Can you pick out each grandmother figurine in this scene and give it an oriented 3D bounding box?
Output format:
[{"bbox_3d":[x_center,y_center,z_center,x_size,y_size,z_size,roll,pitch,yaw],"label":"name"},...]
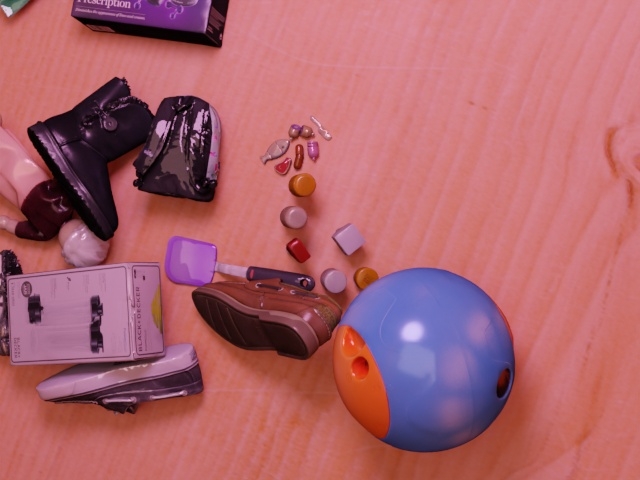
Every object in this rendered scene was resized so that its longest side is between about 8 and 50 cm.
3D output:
[{"bbox_3d":[-0.516,-0.084,1.813,0.342,0.104,0.208,46,124,8],"label":"grandmother figurine"}]

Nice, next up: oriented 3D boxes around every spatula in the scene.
[{"bbox_3d":[-0.144,0.055,1.741,0.296,0.030,0.084,10,90,25],"label":"spatula"}]

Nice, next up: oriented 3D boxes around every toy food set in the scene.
[{"bbox_3d":[-0.043,-0.162,1.750,0.122,0.019,0.078,-43,80,7],"label":"toy food set"},{"bbox_3d":[0.000,0.000,1.711,0.111,0.104,0.232,-39,98,-6],"label":"toy food set"}]

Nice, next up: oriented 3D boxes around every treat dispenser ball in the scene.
[{"bbox_3d":[0.161,0.187,1.551,0.288,0.288,0.288,-1,87,12],"label":"treat dispenser ball"}]

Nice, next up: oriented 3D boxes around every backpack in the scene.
[{"bbox_3d":[-0.243,-0.166,1.746,0.151,0.115,0.182,9,88,1],"label":"backpack"}]

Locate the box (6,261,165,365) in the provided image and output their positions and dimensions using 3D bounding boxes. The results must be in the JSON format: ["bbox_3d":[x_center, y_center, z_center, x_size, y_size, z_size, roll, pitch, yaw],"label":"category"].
[{"bbox_3d":[-0.415,0.132,1.738,0.290,0.087,0.169,-8,85,29],"label":"box"}]

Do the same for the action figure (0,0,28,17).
[{"bbox_3d":[-0.511,-0.529,1.847,0.232,0.063,0.137,-30,80,13],"label":"action figure"}]

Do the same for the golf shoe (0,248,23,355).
[{"bbox_3d":[-0.601,0.115,1.826,0.093,0.077,0.198,-1,86,12],"label":"golf shoe"}]

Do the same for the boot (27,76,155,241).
[{"bbox_3d":[-0.368,-0.150,1.748,0.207,0.094,0.246,-33,90,-23],"label":"boot"}]

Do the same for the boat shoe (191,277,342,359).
[{"bbox_3d":[-0.090,0.121,1.669,0.307,0.111,0.104,16,45,42],"label":"boat shoe"}]

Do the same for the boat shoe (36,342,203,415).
[{"bbox_3d":[-0.354,0.262,1.755,0.301,0.108,0.102,-13,103,6],"label":"boat shoe"}]

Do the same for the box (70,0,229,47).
[{"bbox_3d":[-0.298,-0.464,1.782,0.261,0.103,0.184,9,86,12],"label":"box"}]
